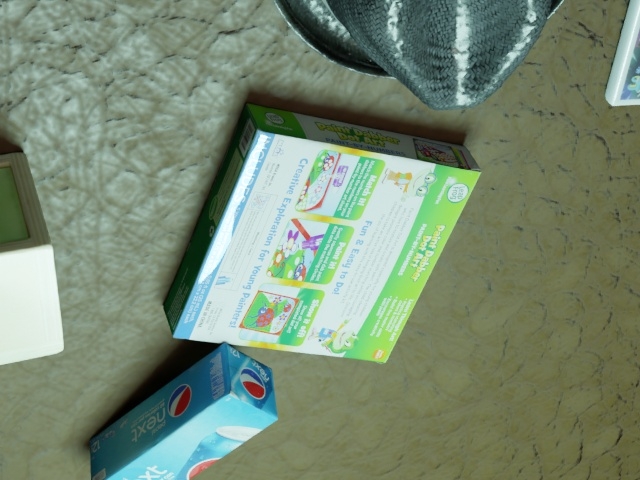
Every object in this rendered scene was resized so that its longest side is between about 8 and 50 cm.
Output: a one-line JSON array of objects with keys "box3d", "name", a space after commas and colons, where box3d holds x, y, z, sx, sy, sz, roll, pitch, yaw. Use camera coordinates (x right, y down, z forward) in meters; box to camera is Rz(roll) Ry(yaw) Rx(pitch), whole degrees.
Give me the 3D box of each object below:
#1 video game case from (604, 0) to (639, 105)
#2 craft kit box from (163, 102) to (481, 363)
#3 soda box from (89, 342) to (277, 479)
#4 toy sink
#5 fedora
[{"box3d": [0.387, -0.226, 1.638, 0.183, 0.023, 0.201, -4, 128, -19], "name": "video game case"}, {"box3d": [0.000, 0.000, 1.640, 0.246, 0.061, 0.250, 11, 121, -25], "name": "craft kit box"}, {"box3d": [-0.142, 0.194, 1.689, 0.210, 0.067, 0.071, -36, 132, 28], "name": "soda box"}, {"box3d": [-0.357, 0.025, 1.455, 0.234, 0.153, 0.131, -10, 128, -13], "name": "toy sink"}, {"box3d": [0.103, -0.228, 1.406, 0.334, 0.152, 0.334, -6, 137, -6], "name": "fedora"}]
